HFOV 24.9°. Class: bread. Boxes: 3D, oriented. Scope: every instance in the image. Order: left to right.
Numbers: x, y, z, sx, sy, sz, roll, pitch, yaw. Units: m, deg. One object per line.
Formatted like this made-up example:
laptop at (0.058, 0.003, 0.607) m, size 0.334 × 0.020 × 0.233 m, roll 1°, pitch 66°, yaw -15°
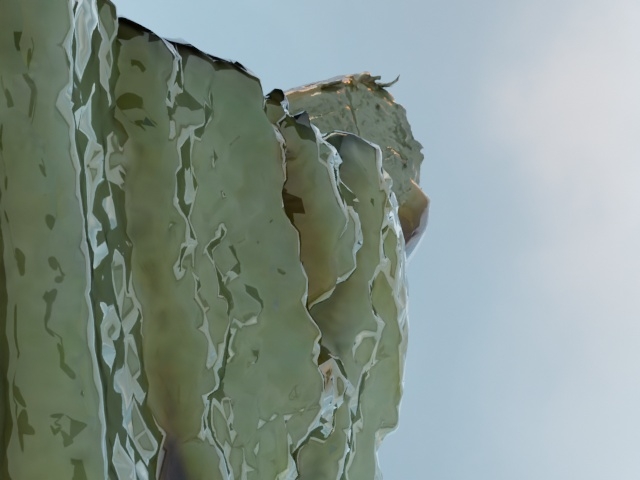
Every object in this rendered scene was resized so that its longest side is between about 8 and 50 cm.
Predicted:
bread at (-0.137, 0.068, 0.434) m, size 0.395 × 0.239 × 0.264 m, roll 28°, pitch -118°, yaw -65°
bread at (-0.036, -0.016, 1.477) m, size 0.279 × 0.250 × 0.225 m, roll -13°, pitch -111°, yaw -24°
